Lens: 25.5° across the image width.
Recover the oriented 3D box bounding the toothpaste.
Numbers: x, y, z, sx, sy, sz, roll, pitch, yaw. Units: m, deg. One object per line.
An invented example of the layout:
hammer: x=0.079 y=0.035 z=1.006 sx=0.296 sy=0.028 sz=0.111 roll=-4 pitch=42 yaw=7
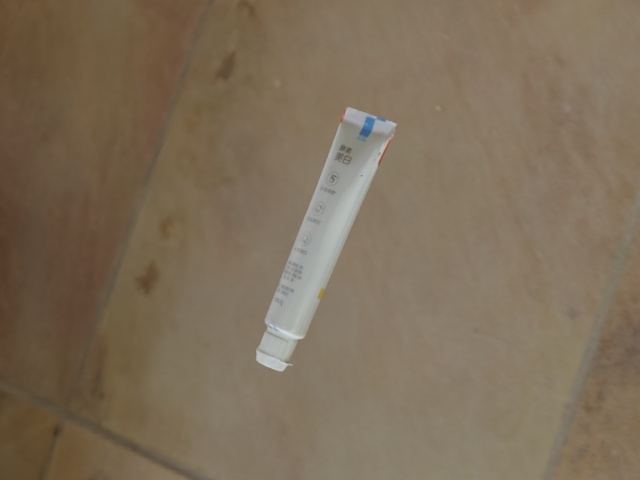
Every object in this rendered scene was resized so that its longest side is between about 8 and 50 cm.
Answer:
toothpaste: x=0.000 y=0.000 z=0.991 sx=0.048 sy=0.031 sz=0.190 roll=23 pitch=91 yaw=39
